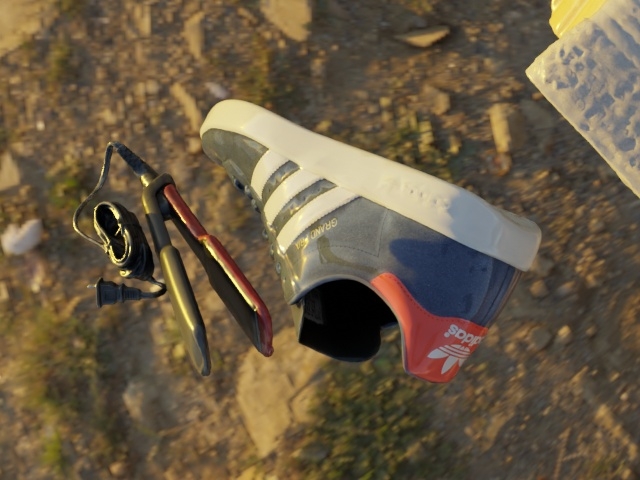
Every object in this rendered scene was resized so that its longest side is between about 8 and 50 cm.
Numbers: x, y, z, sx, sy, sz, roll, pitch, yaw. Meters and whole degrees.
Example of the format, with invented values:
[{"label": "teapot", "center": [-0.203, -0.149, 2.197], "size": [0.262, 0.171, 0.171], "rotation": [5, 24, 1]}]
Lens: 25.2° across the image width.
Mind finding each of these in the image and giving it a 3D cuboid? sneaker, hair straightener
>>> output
[{"label": "sneaker", "center": [0.000, 0.000, 1.062], "size": [0.350, 0.131, 0.148], "rotation": [27, 94, 52]}, {"label": "hair straightener", "center": [-0.112, 0.006, 0.927], "size": [0.230, 0.089, 0.047], "rotation": [-125, 23, -43]}]

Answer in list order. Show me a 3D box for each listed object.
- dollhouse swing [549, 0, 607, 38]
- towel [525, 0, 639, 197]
[{"label": "dollhouse swing", "center": [0.271, -0.309, 1.281], "size": [0.305, 0.315, 0.347], "rotation": [-40, 38, 23]}, {"label": "towel", "center": [0.299, -0.084, 0.996], "size": [0.187, 0.049, 0.282], "rotation": [-43, 69, 12]}]
